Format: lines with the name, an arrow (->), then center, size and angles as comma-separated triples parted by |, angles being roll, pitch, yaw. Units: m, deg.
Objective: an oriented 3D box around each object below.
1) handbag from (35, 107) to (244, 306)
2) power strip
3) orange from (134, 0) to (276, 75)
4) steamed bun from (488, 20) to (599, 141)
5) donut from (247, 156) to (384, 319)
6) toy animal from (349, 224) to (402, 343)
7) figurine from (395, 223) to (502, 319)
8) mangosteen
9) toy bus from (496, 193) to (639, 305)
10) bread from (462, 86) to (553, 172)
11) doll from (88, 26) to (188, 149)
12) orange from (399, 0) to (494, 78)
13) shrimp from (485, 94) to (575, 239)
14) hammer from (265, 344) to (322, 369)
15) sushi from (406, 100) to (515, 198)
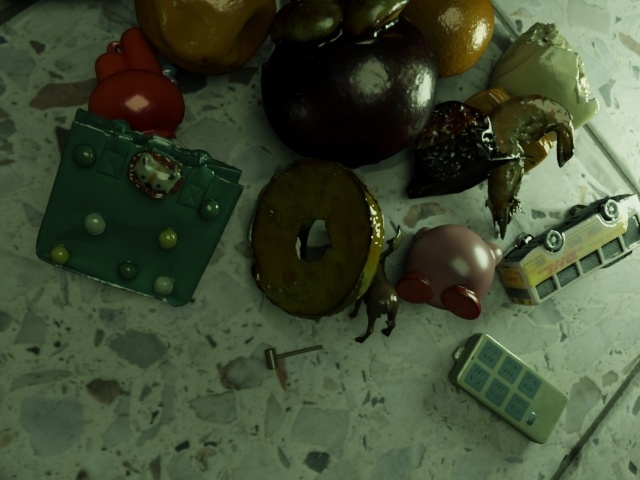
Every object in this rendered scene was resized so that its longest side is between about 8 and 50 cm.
handbag -> -0.289, -0.035, 0.944 | 0.268, 0.100, 0.274 | 23, 121, -15
power strip -> 0.381, 0.299, 1.218 | 0.270, 0.046, 0.118 | 37, 74, -11
orange -> -0.192, -0.417, 1.029 | 0.248, 0.183, 0.249 | 20, 52, -28
steamed bun -> 0.489, -0.328, 1.263 | 0.225, 0.170, 0.200 | 43, 68, -9
donut -> 0.000, 0.000, 1.049 | 0.107, 0.271, 0.272 | 6, 79, -58
toy animal -> 0.105, 0.068, 1.112 | 0.093, 0.214, 0.186 | 2, 113, -9
figurine -> 0.243, 0.049, 1.146 | 0.173, 0.173, 0.173 | 2, 83, -17
mangosteen -> 0.042, -0.293, 1.033 | 0.306, 0.307, 0.347 | -32, 127, -18
toy bus -> 0.534, 0.012, 1.272 | 0.342, 0.097, 0.138 | -24, 93, -18
bread -> 0.373, -0.224, 1.248 | 0.200, 0.116, 0.077 | 43, 49, -8
doll -> -0.308, -0.223, 1.024 | 0.160, 0.130, 0.291 | -14, 79, -16
orange -> 0.244, -0.420, 1.189 | 0.205, 0.206, 0.206 | 2, 83, -17
shrimp -> 0.414, -0.141, 1.204 | 0.168, 0.058, 0.296 | 2, 113, 15
hammer -> -0.047, 0.208, 1.113 | 0.110, 0.019, 0.036 | -9, 86, -23
sushi -> 0.257, -0.188, 1.171 | 0.153, 0.172, 0.151 | -9, 76, -32
